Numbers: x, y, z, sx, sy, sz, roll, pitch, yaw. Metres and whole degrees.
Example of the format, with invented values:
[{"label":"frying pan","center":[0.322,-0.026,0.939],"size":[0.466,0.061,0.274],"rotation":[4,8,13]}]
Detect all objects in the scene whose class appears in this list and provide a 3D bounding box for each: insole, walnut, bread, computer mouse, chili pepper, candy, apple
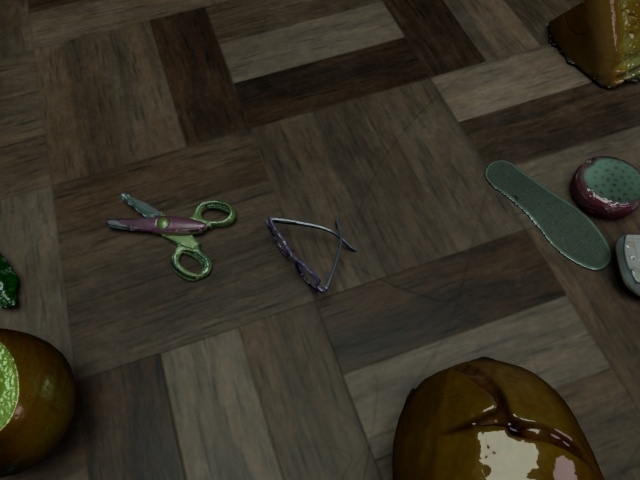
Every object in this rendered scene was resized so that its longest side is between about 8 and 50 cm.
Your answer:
[{"label":"insole","center":[0.345,-0.046,0.801],"size":[0.080,0.003,0.232],"rotation":[-34,66,-15]},{"label":"walnut","center":[0.181,0.283,0.523],"size":[0.209,0.209,0.335],"rotation":[-3,69,0]},{"label":"bread","center":[0.500,-0.364,0.942],"size":[0.140,0.169,0.160],"rotation":[-20,22,-10]},{"label":"computer mouse","center":[0.509,0.036,0.728],"size":[0.199,0.044,0.102],"rotation":[2,63,2]},{"label":"chili pepper","center":[-0.514,0.026,0.764],"size":[0.227,0.059,0.088],"rotation":[39,74,15]},{"label":"candy","center":[0.433,-0.080,0.795],"size":[0.103,0.043,0.103],"rotation":[-2,60,3]},{"label":"apple","center":[-0.367,0.186,0.604],"size":[0.147,0.163,0.147],"rotation":[-12,47,4]}]

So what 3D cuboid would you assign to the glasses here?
[{"label":"glasses","center":[0.000,0.000,0.754],"size":[0.104,0.062,0.140],"rotation":[-31,66,-16]}]

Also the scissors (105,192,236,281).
[{"label":"scissors","center":[-0.232,-0.021,0.795],"size":[0.187,0.020,0.133],"rotation":[18,68,10]}]
